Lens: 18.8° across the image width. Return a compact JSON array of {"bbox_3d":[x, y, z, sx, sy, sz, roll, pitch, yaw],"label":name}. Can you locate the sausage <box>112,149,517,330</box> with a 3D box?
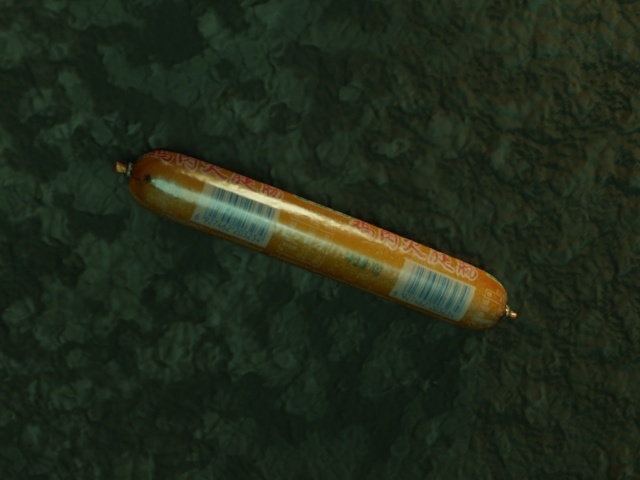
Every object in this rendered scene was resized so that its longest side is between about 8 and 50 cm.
[{"bbox_3d":[0.000,0.000,1.533,0.348,0.053,0.053,20,100,-12],"label":"sausage"}]
